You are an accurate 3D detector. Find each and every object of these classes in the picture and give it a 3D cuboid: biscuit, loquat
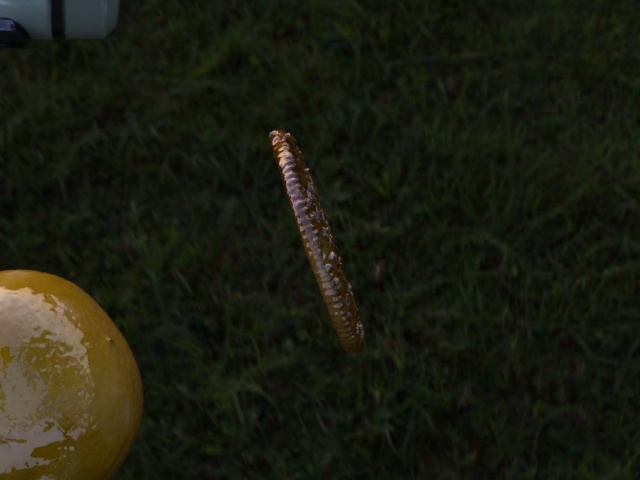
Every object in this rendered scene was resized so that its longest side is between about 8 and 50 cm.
[{"bbox_3d":[0.000,0.000,1.849,0.038,0.305,0.305,-20,66,1],"label":"biscuit"},{"bbox_3d":[-0.319,0.158,1.549,0.275,0.275,0.274,-3,67,6],"label":"loquat"}]

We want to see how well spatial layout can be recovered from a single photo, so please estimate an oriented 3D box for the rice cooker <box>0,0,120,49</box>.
[{"bbox_3d":[-0.192,-0.217,0.812,0.244,0.226,0.226,-1,66,-10],"label":"rice cooker"}]
